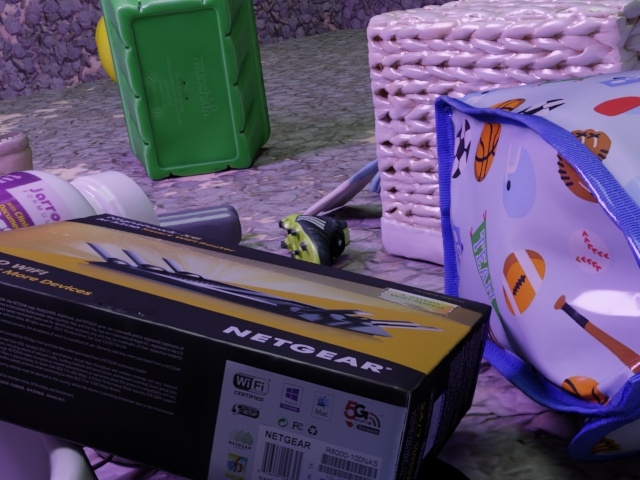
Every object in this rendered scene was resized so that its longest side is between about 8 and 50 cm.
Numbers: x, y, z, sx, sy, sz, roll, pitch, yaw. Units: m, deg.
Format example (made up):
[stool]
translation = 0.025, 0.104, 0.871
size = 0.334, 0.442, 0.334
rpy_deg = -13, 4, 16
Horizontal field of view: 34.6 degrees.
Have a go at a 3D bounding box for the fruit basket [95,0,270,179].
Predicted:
[fruit basket]
translation = -0.242, -0.313, 1.713
size = 0.282, 0.392, 0.392
rpy_deg = -8, 16, -3

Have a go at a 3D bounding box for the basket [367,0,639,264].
[basket]
translation = 0.266, -0.129, 1.071
size = 0.328, 0.267, 0.331
rpy_deg = -21, 20, -38

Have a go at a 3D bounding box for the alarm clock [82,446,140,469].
[alarm clock]
translation = -0.122, 0.119, 0.755
size = 0.129, 0.064, 0.192
rpy_deg = 2, 22, 28

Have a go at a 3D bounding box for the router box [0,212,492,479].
[router box]
translation = -0.067, 0.061, 0.637
size = 0.308, 0.081, 0.243
rpy_deg = 13, 10, 16

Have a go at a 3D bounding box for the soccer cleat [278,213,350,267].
[soccer cleat]
translation = 0.000, 0.000, 1.105
size = 0.072, 0.060, 0.179
rpy_deg = -8, 14, -8

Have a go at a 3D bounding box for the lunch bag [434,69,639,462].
[lunch bag]
translation = 0.277, 0.003, 0.677
size = 0.327, 0.239, 0.385
rpy_deg = -8, 9, -9

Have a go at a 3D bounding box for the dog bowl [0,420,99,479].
[dog bowl]
translation = -0.264, 0.184, 0.517
size = 0.348, 0.102, 0.349
rpy_deg = -6, 17, 2

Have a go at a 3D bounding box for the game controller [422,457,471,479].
[game controller]
translation = 0.037, 0.179, 0.471
size = 0.166, 0.067, 0.319
rpy_deg = -11, 17, -12

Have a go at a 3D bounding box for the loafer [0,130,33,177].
[loafer]
translation = -0.550, -0.078, 1.545
size = 0.268, 0.092, 0.102
rpy_deg = -20, 12, 12

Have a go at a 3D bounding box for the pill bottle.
[pill bottle]
translation = -0.294, 0.032, 0.920
size = 0.169, 0.169, 0.301
rpy_deg = 9, 23, 42

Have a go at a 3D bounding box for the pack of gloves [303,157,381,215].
[pack of gloves]
translation = 0.101, -0.118, 1.283
size = 0.195, 0.046, 0.232
rpy_deg = -22, -10, -46

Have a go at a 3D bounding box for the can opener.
[can opener]
translation = -0.234, -0.014, 1.208
size = 0.280, 0.093, 0.074
rpy_deg = -4, 15, -6
